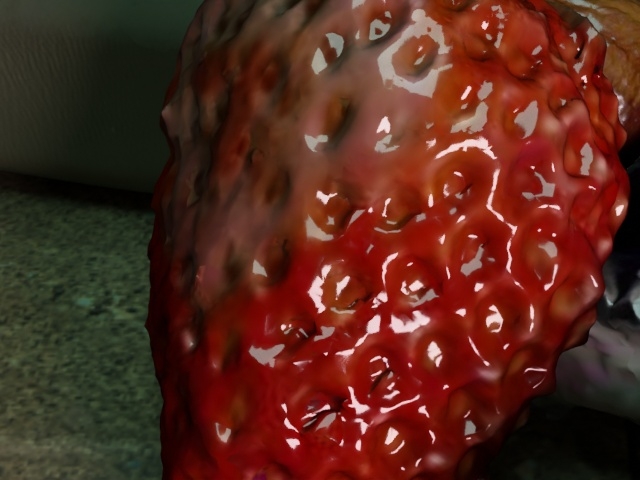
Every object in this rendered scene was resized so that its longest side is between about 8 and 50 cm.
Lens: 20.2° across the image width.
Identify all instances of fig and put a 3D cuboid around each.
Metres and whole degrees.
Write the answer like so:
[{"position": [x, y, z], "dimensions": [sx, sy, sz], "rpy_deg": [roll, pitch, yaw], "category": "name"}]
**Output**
[{"position": [0.118, -0.124, 1.063], "dimensions": [0.146, 0.201, 0.134], "rpy_deg": [-20, 23, 51], "category": "fig"}]

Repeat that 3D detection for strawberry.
[{"position": [0.000, 0.000, 0.866], "dimensions": [0.265, 0.149, 0.336], "rpy_deg": [6, 71, 35], "category": "strawberry"}]

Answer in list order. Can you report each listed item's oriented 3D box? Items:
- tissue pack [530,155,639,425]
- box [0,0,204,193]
[{"position": [0.270, 0.003, 0.956], "dimensions": [0.245, 0.123, 0.332], "rpy_deg": [11, 37, 34], "category": "tissue pack"}, {"position": [-0.085, -0.180, 1.205], "dimensions": [0.343, 0.177, 0.352], "rpy_deg": [6, 40, 20], "category": "box"}]
